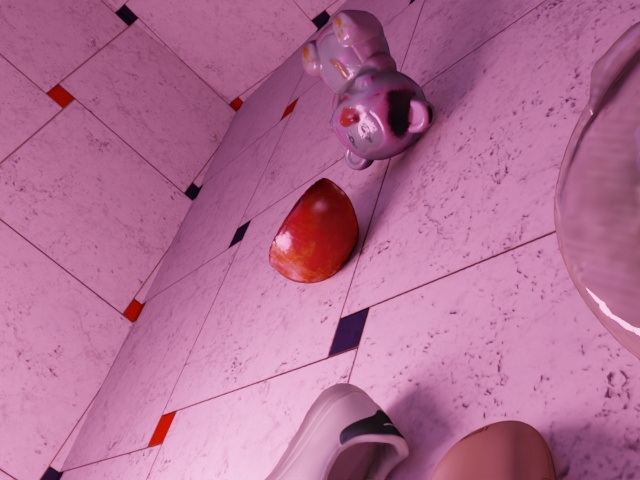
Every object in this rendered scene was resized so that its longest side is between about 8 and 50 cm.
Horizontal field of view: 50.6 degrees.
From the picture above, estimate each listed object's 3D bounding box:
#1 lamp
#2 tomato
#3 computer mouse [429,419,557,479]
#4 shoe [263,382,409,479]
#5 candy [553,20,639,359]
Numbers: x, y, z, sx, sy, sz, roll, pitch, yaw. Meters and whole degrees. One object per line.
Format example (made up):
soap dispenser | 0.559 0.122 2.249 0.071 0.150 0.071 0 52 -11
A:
lamp | 0.115 -0.319 1.455 0.247 0.301 0.247 -31 -12 41
tomato | 0.000 0.000 1.359 0.200 0.139 0.233 -51 -14 -15
computer mouse | 0.161 0.277 0.658 0.145 0.082 0.236 -36 20 37
shoe | -0.020 0.363 0.867 0.363 0.132 0.160 -53 26 -10
candy | 0.378 -0.043 0.509 0.427 0.186 0.386 6 85 50
